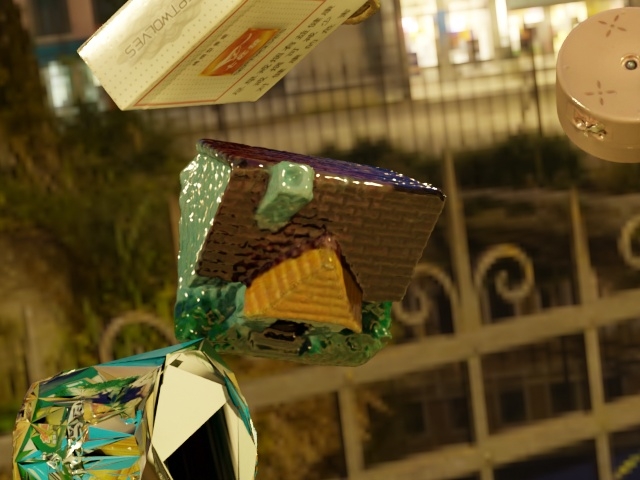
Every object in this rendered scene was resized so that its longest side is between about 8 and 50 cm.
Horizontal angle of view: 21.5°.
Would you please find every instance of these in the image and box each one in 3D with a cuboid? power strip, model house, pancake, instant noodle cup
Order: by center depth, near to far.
[{"bbox_3d":[0.312,-0.156,1.710,0.154,0.154,0.078,-6,-32,5],"label":"power strip"},{"bbox_3d":[-0.187,0.227,1.809,0.178,0.240,0.240,-19,-1,34],"label":"instant noodle cup"},{"bbox_3d":[0.000,0.000,1.870,0.280,0.230,0.249,6,-17,-23],"label":"model house"},{"bbox_3d":[0.023,-0.304,2.178,0.115,0.011,0.115,3,-19,1],"label":"pancake"}]

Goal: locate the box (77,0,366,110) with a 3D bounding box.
[{"bbox_3d":[-0.099,-0.248,1.907,0.210,0.095,0.330,-40,-9,23],"label":"box"}]
